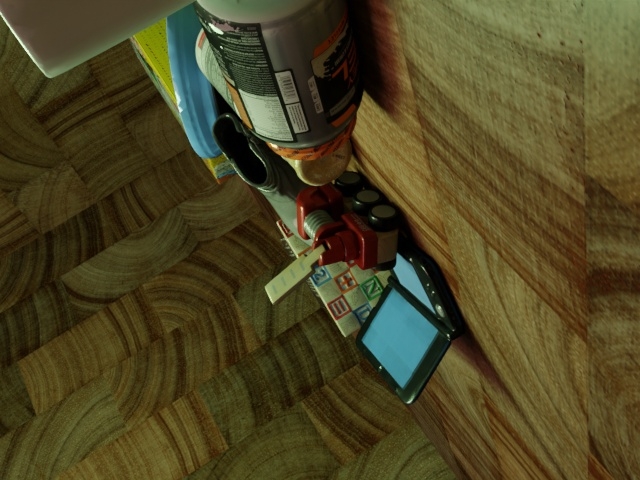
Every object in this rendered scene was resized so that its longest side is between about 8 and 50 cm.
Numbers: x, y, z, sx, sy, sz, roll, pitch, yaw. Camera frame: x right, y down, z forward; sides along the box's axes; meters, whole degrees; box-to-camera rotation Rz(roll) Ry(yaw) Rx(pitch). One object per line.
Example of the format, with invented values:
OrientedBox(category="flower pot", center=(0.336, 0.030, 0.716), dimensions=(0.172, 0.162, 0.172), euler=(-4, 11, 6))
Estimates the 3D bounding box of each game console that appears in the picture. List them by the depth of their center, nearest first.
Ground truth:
OrientedBox(category="game console", center=(0.138, 0.131, 1.658), dimensions=(0.250, 0.173, 0.293), euler=(61, 172, -27))

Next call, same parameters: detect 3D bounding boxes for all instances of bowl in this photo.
OrientedBox(category="bowl", center=(-0.242, -0.377, 1.822), dimensions=(0.391, 0.077, 0.391), euler=(-6, -90, -84))

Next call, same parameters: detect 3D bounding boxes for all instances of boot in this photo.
OrientedBox(category="boot", center=(-0.086, -0.106, 1.717), dimensions=(0.338, 0.118, 0.222), euler=(44, -173, 11))

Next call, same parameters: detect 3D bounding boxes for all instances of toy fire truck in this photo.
OrientedBox(category="toy fire truck", center=(0.000, 0.000, 1.584), dimensions=(0.217, 0.246, 0.158), euler=(-130, 32, -49))

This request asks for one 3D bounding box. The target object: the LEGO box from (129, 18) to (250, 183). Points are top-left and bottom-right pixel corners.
OrientedBox(category="LEGO box", center=(-0.373, -0.468, 2.494), dimensions=(0.500, 0.193, 0.372), euler=(56, 172, 12))

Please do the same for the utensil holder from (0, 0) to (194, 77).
OrientedBox(category="utensil holder", center=(-0.206, -0.400, 0.886), dimensions=(0.328, 0.385, 0.327), euler=(56, 172, 12))

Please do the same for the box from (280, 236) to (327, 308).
OrientedBox(category="box", center=(0.029, 0.037, 2.007), dimensions=(0.203, 0.168, 0.167), euler=(58, 173, -2))

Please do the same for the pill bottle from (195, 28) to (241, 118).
OrientedBox(category="pill bottle", center=(-0.107, -0.300, 1.531), dimensions=(0.283, 0.161, 0.161), euler=(52, 171, 43))

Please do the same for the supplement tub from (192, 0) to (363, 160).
OrientedBox(category="supplement tub", center=(-0.045, -0.260, 1.159), dimensions=(0.193, 0.193, 0.316), euler=(54, 172, 29))

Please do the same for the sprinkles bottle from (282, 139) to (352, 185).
OrientedBox(category="sprinkles bottle", center=(-0.069, -0.244, 1.674), dimensions=(0.355, 0.121, 0.121), euler=(50, 170, 45))

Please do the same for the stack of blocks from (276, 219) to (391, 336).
OrientedBox(category="stack of blocks", center=(0.049, 0.043, 1.874), dimensions=(0.297, 0.171, 0.087), euler=(59, 176, 0))
